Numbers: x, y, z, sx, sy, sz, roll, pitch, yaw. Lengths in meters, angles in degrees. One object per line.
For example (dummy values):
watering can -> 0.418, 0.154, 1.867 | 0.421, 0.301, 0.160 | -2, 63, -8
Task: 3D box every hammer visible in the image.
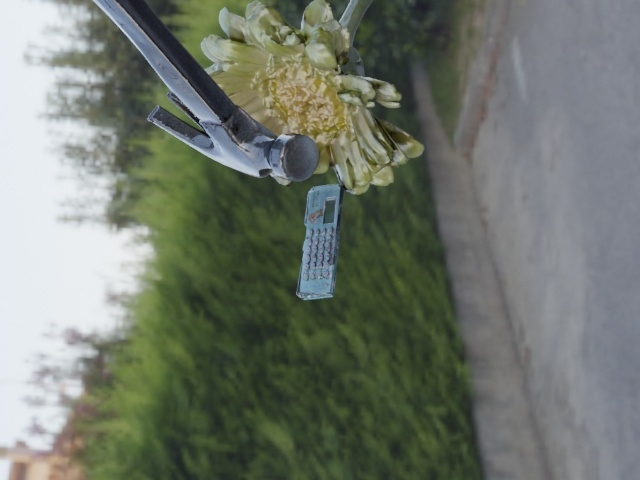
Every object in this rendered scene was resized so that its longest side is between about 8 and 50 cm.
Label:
hammer -> -0.124, -0.146, 0.708 | 0.137, 0.290, 0.037 | 15, 63, 52

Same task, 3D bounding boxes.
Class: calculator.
calculator -> 0.000, 0.000, 1.503 | 0.018, 0.057, 0.172 | 50, -139, -53

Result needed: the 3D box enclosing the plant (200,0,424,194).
plant -> -0.025, -0.208, 1.484 | 0.306, 0.261, 0.297 | 49, -160, -38
